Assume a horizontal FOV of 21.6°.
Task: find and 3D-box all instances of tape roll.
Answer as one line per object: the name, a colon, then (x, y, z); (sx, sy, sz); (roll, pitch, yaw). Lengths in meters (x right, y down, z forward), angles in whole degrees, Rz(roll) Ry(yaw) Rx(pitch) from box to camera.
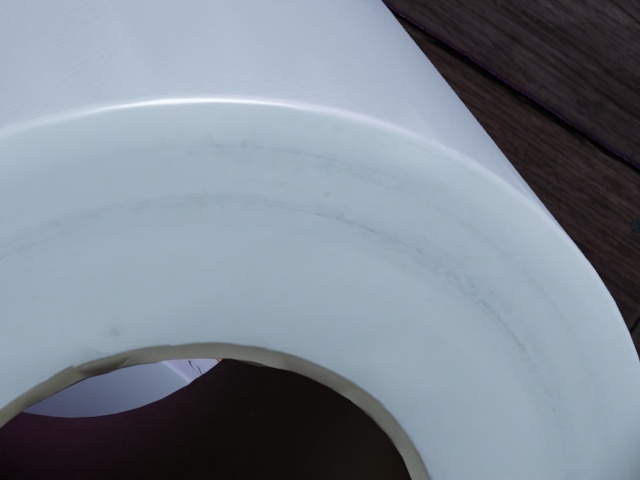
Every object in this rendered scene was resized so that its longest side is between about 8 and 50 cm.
tape roll: (-0.054, 0.040, 0.461); (0.246, 0.246, 0.169); (29, 17, -27)

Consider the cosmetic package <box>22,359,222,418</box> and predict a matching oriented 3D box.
cosmetic package: (-0.184, -0.010, 0.775); (0.377, 0.097, 0.284); (42, 5, -34)
